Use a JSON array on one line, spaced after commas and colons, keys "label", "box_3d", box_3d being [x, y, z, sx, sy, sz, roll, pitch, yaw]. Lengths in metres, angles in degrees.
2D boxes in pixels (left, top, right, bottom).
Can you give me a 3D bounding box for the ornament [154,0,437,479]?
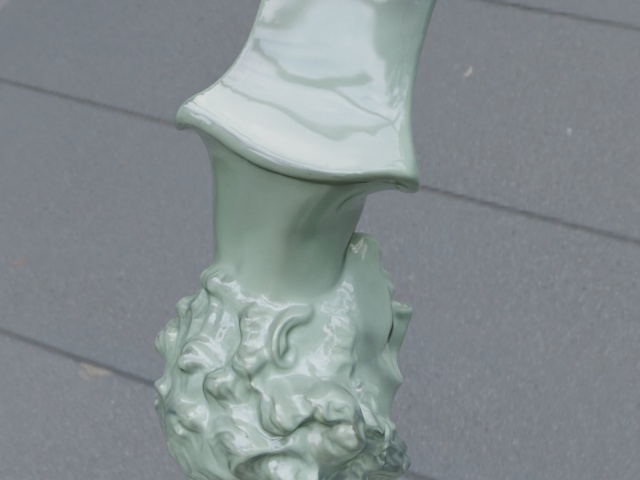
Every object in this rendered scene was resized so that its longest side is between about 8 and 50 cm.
[{"label": "ornament", "box_3d": [-0.013, -0.005, 0.446, 0.130, 0.285, 0.120, 3, 12, 1]}]
